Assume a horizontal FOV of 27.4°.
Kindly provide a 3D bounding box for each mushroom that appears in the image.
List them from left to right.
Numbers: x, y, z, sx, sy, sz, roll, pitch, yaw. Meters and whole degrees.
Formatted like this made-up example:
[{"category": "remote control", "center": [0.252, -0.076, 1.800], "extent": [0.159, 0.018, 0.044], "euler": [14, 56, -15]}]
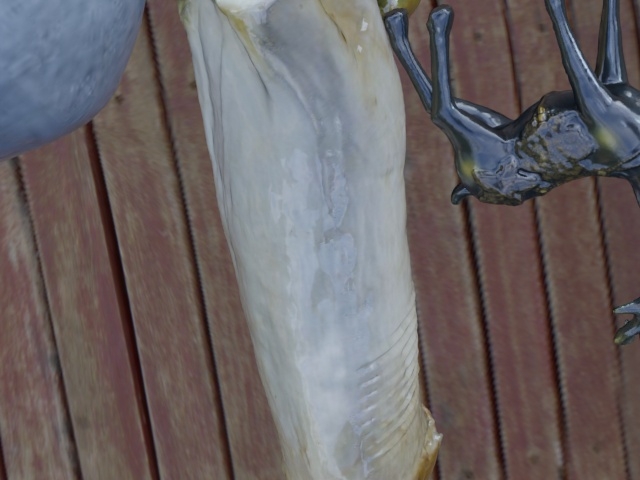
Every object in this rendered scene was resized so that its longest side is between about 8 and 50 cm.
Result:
[{"category": "mushroom", "center": [0.000, 0.000, 0.617], "extent": [0.095, 0.122, 0.351], "euler": [-5, 129, 10]}]

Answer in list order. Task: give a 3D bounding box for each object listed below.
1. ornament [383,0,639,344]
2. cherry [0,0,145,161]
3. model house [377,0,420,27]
[{"category": "ornament", "center": [0.072, -0.017, 0.366], "extent": [0.073, 0.028, 0.125], "euler": [-17, 114, 27]}, {"category": "cherry", "center": [-0.219, -0.144, 0.717], "extent": [0.255, 0.296, 0.218], "euler": [-27, 87, 27]}, {"category": "model house", "center": [-0.037, -0.223, 0.912], "extent": [0.184, 0.291, 0.253], "euler": [-30, 125, 13]}]
